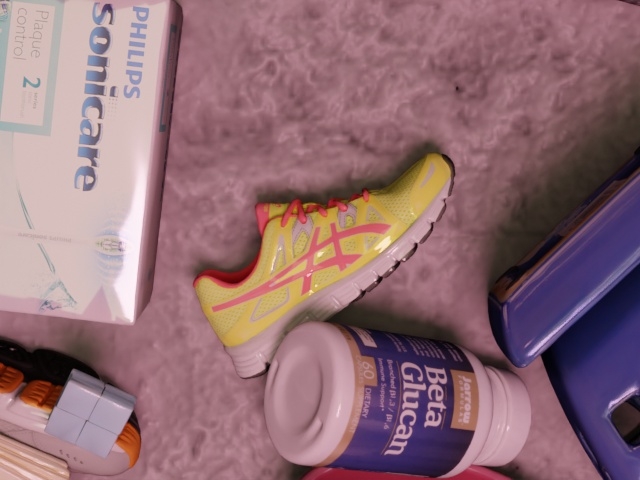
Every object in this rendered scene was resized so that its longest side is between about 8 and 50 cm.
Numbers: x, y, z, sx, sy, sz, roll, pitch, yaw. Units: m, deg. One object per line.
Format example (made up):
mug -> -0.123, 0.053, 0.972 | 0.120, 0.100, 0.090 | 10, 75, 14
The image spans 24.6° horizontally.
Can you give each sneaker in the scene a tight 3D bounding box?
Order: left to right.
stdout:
sneaker -> -0.255, 0.130, 1.017 | 0.262, 0.099, 0.121 | 16, 104, 4
sneaker -> 0.000, 0.000, 1.007 | 0.208, 0.081, 0.094 | -39, 92, 3

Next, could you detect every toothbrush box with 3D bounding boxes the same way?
toothbrush box -> -0.249, -0.071, 0.975 | 0.295, 0.126, 0.216 | 8, 95, -3

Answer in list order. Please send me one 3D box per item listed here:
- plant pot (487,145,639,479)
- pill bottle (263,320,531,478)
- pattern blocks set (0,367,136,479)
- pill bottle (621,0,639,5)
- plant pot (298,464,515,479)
plant pot -> 0.242, 0.054, 0.947 | 0.236, 0.236, 0.212 | -44, 87, 3
pill bottle -> 0.056, 0.110, 0.986 | 0.169, 0.094, 0.094 | 11, 96, -32
pattern blocks set -> -0.260, 0.197, 0.988 | 0.285, 0.026, 0.325 | 17, 117, -4
pill bottle -> 0.157, -0.266, 0.919 | 0.363, 0.210, 0.210 | 14, 95, -2
plant pot -> 0.064, 0.266, 0.987 | 0.201, 0.201, 0.180 | 9, 111, -2
